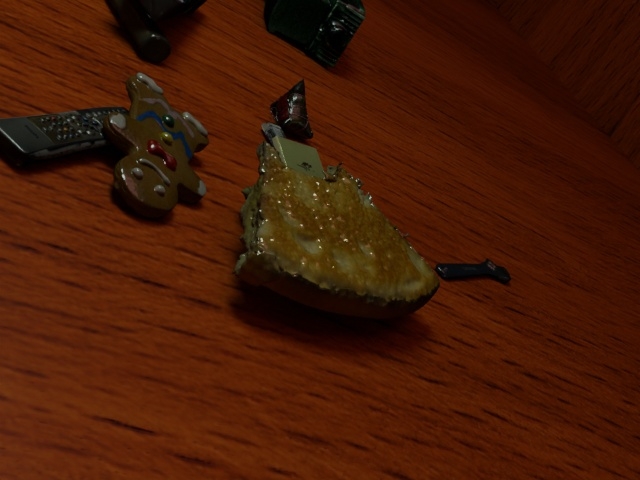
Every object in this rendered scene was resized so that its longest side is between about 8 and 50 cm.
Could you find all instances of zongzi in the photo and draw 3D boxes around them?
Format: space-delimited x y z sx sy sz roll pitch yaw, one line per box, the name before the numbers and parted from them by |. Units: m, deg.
zongzi | -0.050 -0.195 1.302 0.067 0.073 0.083 12 76 -45

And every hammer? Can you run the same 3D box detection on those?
hammer | -0.320 -0.410 1.293 0.168 0.044 0.440 10 37 -48

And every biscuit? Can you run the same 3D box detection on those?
biscuit | -0.175 -0.098 0.949 0.138 0.031 0.205 43 30 -25

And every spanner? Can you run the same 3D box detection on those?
spanner | 0.234 0.047 1.314 0.208 0.012 0.046 2 45 -52

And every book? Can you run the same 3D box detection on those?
book | -0.021 -0.086 1.164 0.077 0.014 0.111 14 48 -44

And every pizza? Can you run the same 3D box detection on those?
pizza | 0.000 0.000 0.990 0.323 0.089 0.223 11 43 -48

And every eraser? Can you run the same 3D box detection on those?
eraser | -0.056 -0.132 1.213 0.027 0.019 0.099 15 38 -44

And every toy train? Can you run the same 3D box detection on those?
toy train | -0.023 -0.477 1.705 0.178 0.139 0.330 21 29 -24

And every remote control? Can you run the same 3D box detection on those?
remote control | -0.254 -0.111 0.904 0.059 0.028 0.212 41 24 12

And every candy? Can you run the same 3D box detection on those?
candy | -0.220 -0.377 1.278 0.088 0.061 0.312 50 13 -13
